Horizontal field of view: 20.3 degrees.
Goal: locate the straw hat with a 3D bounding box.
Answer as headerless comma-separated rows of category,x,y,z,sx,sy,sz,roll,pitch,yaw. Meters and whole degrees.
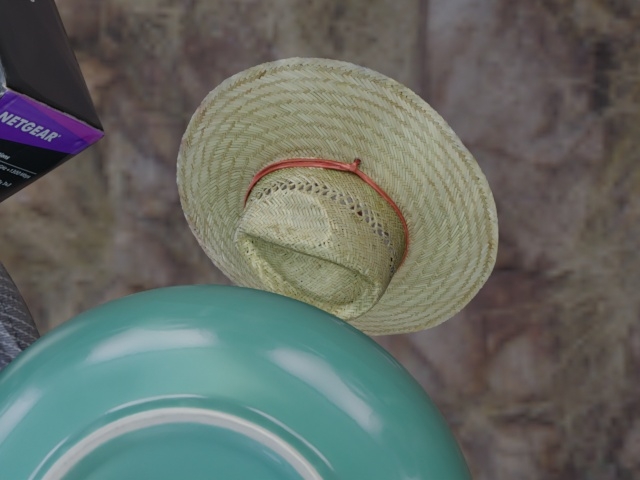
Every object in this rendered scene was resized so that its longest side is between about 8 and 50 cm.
straw hat,0.000,0.000,0.739,0.061,0.144,0.144,-65,-4,-53

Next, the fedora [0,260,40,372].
fedora,-0.232,0.051,0.661,0.124,0.275,0.243,-112,46,-80

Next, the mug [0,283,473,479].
mug,-0.018,0.085,0.413,0.158,0.129,0.097,50,179,6

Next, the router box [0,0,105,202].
router box,-0.143,-0.072,0.448,0.133,0.046,0.179,-30,67,16
